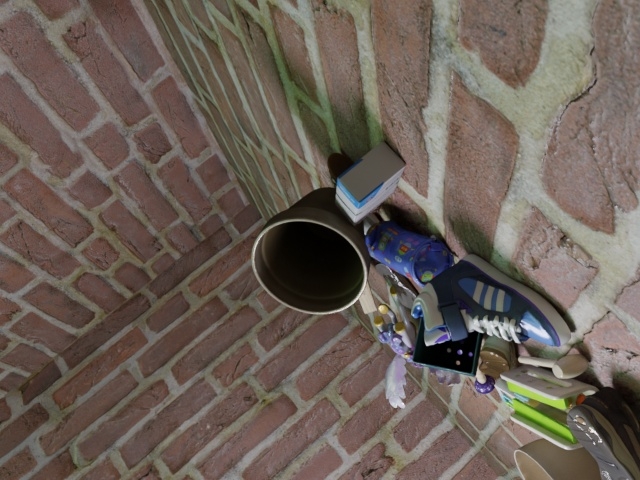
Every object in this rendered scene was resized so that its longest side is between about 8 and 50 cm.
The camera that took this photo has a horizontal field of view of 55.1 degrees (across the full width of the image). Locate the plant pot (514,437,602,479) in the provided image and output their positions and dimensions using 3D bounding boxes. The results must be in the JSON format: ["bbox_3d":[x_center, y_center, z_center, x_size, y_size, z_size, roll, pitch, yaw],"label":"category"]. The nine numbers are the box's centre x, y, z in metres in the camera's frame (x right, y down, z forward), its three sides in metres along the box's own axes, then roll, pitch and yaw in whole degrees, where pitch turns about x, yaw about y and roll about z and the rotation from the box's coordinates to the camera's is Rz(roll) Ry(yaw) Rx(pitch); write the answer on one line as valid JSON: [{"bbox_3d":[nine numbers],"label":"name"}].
[{"bbox_3d":[0.673,0.618,1.589,0.284,0.191,0.284,57,171,15],"label":"plant pot"}]

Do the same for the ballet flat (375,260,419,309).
[{"bbox_3d":[0.278,0.147,2.121,0.084,0.058,0.250,-21,118,43],"label":"ballet flat"}]

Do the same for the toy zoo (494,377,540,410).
[{"bbox_3d":[0.595,0.477,1.732,0.192,0.030,0.293,32,170,34],"label":"toy zoo"}]

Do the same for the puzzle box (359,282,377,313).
[{"bbox_3d":[0.123,0.067,2.198,0.409,0.052,0.272,67,-173,-61],"label":"puzzle box"}]

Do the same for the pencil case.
[{"bbox_3d":[0.232,0.026,1.660,0.119,0.133,0.306,15,-173,-24],"label":"pencil case"}]

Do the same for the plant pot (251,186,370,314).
[{"bbox_3d":[0.000,0.000,1.731,0.323,0.323,0.280,55,-149,-21],"label":"plant pot"}]

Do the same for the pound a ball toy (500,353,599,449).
[{"bbox_3d":[0.554,0.345,1.442,0.319,0.136,0.208,168,89,-79],"label":"pound a ball toy"}]

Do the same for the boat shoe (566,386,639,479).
[{"bbox_3d":[0.658,0.455,1.283,0.355,0.130,0.132,55,166,-18],"label":"boat shoe"}]

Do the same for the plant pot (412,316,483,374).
[{"bbox_3d":[0.379,0.300,1.752,0.166,0.165,0.234,8,164,23],"label":"plant pot"}]

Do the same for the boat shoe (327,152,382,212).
[{"bbox_3d":[0.092,-0.158,1.748,0.207,0.073,0.073,50,169,4],"label":"boat shoe"}]

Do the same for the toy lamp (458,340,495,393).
[{"bbox_3d":[0.493,0.392,1.967,0.080,0.080,0.274,38,167,52],"label":"toy lamp"}]

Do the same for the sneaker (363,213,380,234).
[{"bbox_3d":[0.106,-0.047,1.956,0.262,0.121,0.099,40,166,49],"label":"sneaker"}]

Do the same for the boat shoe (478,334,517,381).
[{"bbox_3d":[0.499,0.322,1.694,0.104,0.089,0.285,18,160,21],"label":"boat shoe"}]

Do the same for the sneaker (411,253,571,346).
[{"bbox_3d":[0.350,0.186,1.354,0.323,0.236,0.130,42,167,43],"label":"sneaker"}]

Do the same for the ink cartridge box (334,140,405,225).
[{"bbox_3d":[0.116,-0.134,1.500,0.086,0.148,0.203,48,170,9],"label":"ink cartridge box"}]

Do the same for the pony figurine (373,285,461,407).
[{"bbox_3d":[0.334,0.397,2.293,0.363,0.303,0.351,54,-157,-36],"label":"pony figurine"}]
